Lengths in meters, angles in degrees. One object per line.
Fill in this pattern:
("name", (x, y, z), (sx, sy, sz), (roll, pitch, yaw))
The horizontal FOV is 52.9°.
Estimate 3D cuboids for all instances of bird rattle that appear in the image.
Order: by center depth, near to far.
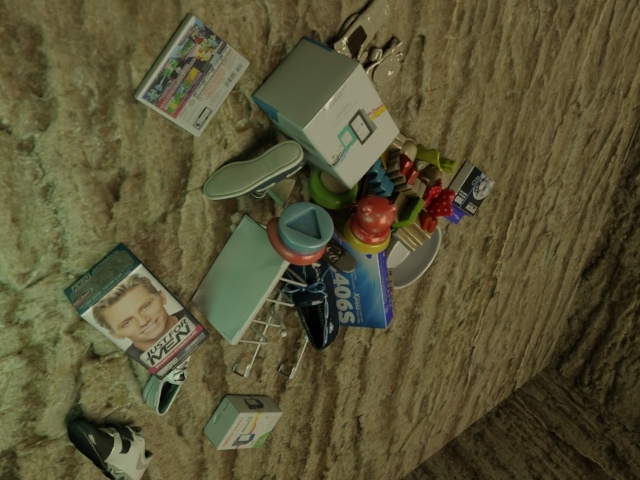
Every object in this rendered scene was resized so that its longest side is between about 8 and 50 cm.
("bird rattle", (0.328, -0.152, 1.952), (0.143, 0.253, 0.207), (17, 148, -23))

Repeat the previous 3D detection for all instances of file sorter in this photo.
("file sorter", (-0.164, 0.114, 1.694), (0.277, 0.193, 0.173), (-56, 146, 7))

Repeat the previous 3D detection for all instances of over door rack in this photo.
("over door rack", (-0.090, 0.308, 2.001), (0.239, 0.108, 0.324), (17, 108, -50))

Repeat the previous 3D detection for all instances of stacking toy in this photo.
("stacking toy", (0.015, -0.095, 1.580), (0.309, 0.279, 0.130), (-13, 151, -21))

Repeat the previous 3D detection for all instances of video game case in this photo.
("video game case", (-0.265, -0.339, 1.346), (0.201, 0.023, 0.183), (-54, 143, 5))

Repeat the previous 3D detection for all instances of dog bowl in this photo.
("dog bowl", (0.274, 0.026, 2.141), (0.265, 0.104, 0.265), (-27, 137, -29))

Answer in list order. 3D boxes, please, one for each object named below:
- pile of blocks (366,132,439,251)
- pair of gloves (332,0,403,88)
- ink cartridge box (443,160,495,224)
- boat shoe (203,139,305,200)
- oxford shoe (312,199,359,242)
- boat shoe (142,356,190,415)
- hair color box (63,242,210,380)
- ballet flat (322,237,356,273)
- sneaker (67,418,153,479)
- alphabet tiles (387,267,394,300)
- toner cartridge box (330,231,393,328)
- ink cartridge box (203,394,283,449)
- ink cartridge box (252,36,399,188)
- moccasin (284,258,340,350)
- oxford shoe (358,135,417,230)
("pile of blocks", (0.218, -0.145, 1.760), (0.149, 0.113, 0.362), (-31, 99, -32))
("pair of gloves", (0.127, -0.471, 1.625), (0.204, 0.042, 0.240), (-44, 143, -9))
("ink cartridge box", (0.514, -0.156, 2.289), (0.206, 0.045, 0.208), (21, 106, -52))
("boat shoe", (-0.154, -0.156, 1.535), (0.254, 0.095, 0.079), (-29, 158, -1))
("oxford shoe", (0.071, -0.072, 1.709), (0.097, 0.271, 0.098), (-31, 139, -30))
("boat shoe", (-0.393, 0.356, 1.743), (0.095, 0.084, 0.258), (5, 116, -47))
("hair color box", (-0.426, 0.180, 1.541), (0.174, 0.105, 0.347), (-43, 140, -11))
("ballet flat", (0.000, 0.000, 1.786), (0.250, 0.058, 0.084), (42, 81, -10))
("sneaker", (-0.554, 0.540, 1.727), (0.146, 0.122, 0.330), (-52, 146, -30))
("alphabet tiles", (0.136, 0.124, 2.061), (0.198, 0.009, 0.237), (-4, 135, 4))
("toner cartridge box", (0.107, 0.086, 1.872), (0.075, 0.165, 0.347), (-48, 133, -58))
("ink cartridge box", (-0.249, 0.587, 2.083), (0.212, 0.093, 0.154), (21, 105, -50))
("ink cartridge box", (0.020, -0.297, 1.530), (0.197, 0.198, 0.270), (-50, 144, -3))
("moccasin", (-0.017, 0.156, 1.831), (0.342, 0.138, 0.117), (68, 26, -18))
("oxford shoe", (0.198, -0.114, 1.909), (0.140, 0.146, 0.397), (7, 115, -48))
